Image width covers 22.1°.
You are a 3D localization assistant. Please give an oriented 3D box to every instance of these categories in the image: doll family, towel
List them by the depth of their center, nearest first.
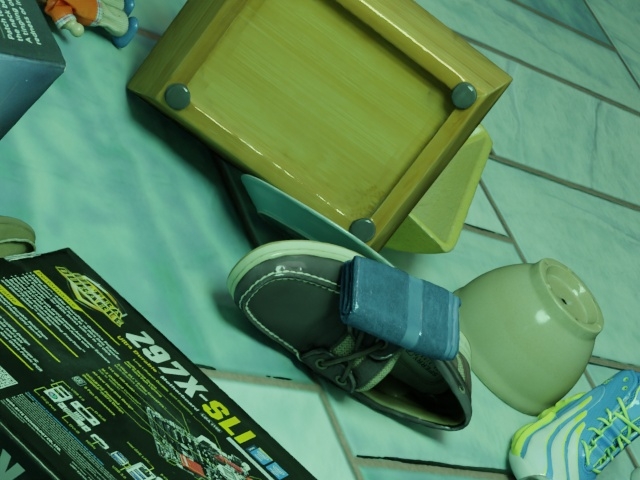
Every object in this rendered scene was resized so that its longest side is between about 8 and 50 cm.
[{"bbox_3d":[0.068,0.060,1.406,0.119,0.029,0.067,23,57,-30],"label":"towel"},{"bbox_3d":[-0.245,-0.314,1.550,0.163,0.118,0.263,16,40,-46],"label":"doll family"}]

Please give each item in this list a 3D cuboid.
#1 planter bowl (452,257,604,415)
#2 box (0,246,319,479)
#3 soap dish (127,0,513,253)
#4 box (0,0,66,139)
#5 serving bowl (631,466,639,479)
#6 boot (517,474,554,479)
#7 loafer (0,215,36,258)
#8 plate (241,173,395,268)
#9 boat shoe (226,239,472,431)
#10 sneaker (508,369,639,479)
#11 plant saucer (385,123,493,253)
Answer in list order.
[{"bbox_3d":[0.225,0.086,1.715,0.162,0.109,0.162,35,29,-23],"label":"planter bowl"},{"bbox_3d":[-0.134,0.141,1.047,0.322,0.079,0.257,41,15,13],"label":"box"},{"bbox_3d":[0.000,-0.142,1.520,0.291,0.229,0.118,36,11,-9],"label":"soap dish"},{"bbox_3d":[-0.356,-0.080,0.880,0.294,0.296,0.182,5,49,-52],"label":"box"},{"bbox_3d":[0.373,0.274,1.769,0.083,0.027,0.083,36,29,-23],"label":"serving bowl"},{"bbox_3d":[0.237,0.261,1.405,0.123,0.258,0.095,30,72,-19],"label":"boot"},{"bbox_3d":[-0.258,0.020,1.160,0.148,0.056,0.050,-12,63,-49],"label":"loafer"},{"bbox_3d":[0.000,0.000,1.515,0.188,0.024,0.188,32,-5,3],"label":"plate"},{"bbox_3d":[0.040,0.090,1.449,0.285,0.103,0.092,32,26,-38],"label":"boat shoe"},{"bbox_3d":[0.272,0.183,1.633,0.091,0.126,0.240,50,26,4],"label":"sneaker"},{"bbox_3d":[0.024,-0.143,1.759,0.333,0.081,0.333,44,27,-8],"label":"plant saucer"}]
